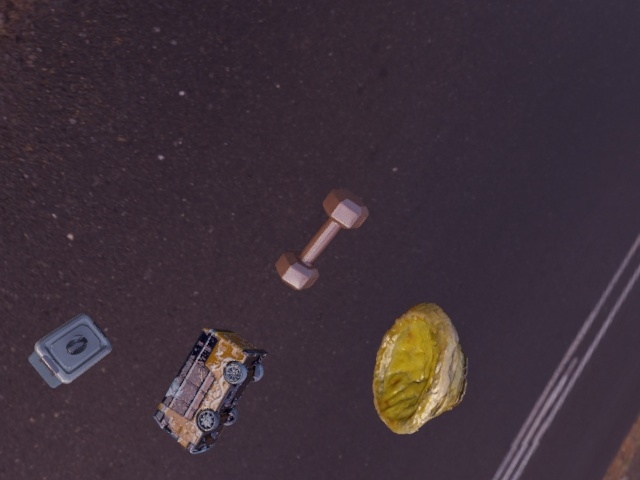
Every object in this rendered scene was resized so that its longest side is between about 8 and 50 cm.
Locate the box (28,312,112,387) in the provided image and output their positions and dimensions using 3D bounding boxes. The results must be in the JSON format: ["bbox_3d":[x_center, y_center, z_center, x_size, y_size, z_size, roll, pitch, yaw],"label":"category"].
[{"bbox_3d":[-0.798,0.352,1.877,0.162,0.130,0.227,52,32,-4],"label":"box"}]

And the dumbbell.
[{"bbox_3d":[0.000,0.000,1.200,0.231,0.082,0.092,-52,159,21],"label":"dumbbell"}]

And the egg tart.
[{"bbox_3d":[0.141,0.180,0.822,0.074,0.191,0.191,18,94,-22],"label":"egg tart"}]

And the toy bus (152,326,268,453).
[{"bbox_3d":[-0.314,0.421,1.689,0.323,0.194,0.162,-60,161,-1],"label":"toy bus"}]
